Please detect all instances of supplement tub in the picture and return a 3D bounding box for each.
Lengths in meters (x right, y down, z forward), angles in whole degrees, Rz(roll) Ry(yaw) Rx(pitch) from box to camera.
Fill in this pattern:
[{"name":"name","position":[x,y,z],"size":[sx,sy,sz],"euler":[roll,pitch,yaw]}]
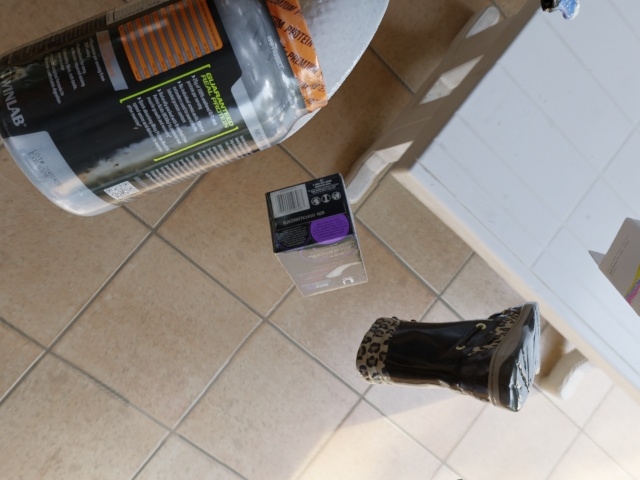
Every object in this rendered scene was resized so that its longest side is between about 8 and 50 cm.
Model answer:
[{"name":"supplement tub","position":[-0.163,-0.167,0.536],"size":[0.315,0.193,0.194],"euler":[-21,101,1]}]

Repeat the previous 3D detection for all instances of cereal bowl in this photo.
[{"name":"cereal bowl","position":[-0.054,-0.330,0.778],"size":[0.141,0.339,0.339],"euler":[31,86,-27]}]

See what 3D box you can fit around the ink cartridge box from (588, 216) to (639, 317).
[{"name":"ink cartridge box","position":[0.637,0.070,0.821],"size":[0.206,0.353,0.119],"euler":[14,116,1]}]

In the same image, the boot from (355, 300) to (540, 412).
[{"name":"boot","position":[0.263,0.199,0.924],"size":[0.377,0.283,0.138],"euler":[-19,105,-58]}]

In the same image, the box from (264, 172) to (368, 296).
[{"name":"box","position":[0.000,0.000,1.033],"size":[0.165,0.270,0.144],"euler":[-13,63,4]}]

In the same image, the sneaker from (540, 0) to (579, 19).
[{"name":"sneaker","position":[0.552,-0.553,1.112],"size":[0.084,0.152,0.058],"euler":[-22,76,16]}]

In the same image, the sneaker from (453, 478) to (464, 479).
[{"name":"sneaker","position":[0.113,0.158,0.182],"size":[0.125,0.262,0.104],"euler":[-8,54,17]}]
